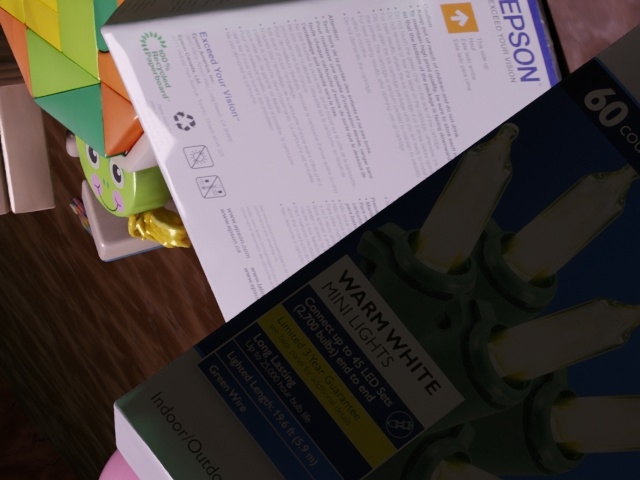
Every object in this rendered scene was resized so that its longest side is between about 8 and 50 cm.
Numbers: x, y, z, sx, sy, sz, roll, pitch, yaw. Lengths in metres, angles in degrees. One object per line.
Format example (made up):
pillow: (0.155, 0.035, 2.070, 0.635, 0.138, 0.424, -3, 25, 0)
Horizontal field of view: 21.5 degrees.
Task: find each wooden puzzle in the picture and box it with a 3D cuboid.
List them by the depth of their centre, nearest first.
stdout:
wooden puzzle: (-0.247, -0.017, 1.825, 0.083, 0.006, 0.049, 45, 161, 30)

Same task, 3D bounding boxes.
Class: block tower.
block tower: (-0.254, -0.122, 1.220, 0.335, 0.091, 0.097, -122, 26, -64)

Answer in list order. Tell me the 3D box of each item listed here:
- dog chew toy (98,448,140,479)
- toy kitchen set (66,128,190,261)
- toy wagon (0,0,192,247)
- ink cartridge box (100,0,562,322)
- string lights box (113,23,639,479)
dog chew toy: (-0.084, 0.301, 1.686, 0.332, 0.206, 0.207, 20, 143, 49)
toy kitchen set: (-0.134, -0.083, 1.253, 0.166, 0.122, 0.207, 118, 136, -72)
toy wagon: (-0.121, -0.144, 0.970, 0.267, 0.068, 0.344, 37, 135, 47)
ink cartridge box: (0.030, -0.033, 0.831, 0.224, 0.045, 0.223, -2, 127, 26)
string lights box: (0.068, 0.042, 0.615, 0.133, 0.259, 0.077, 51, 164, 11)
